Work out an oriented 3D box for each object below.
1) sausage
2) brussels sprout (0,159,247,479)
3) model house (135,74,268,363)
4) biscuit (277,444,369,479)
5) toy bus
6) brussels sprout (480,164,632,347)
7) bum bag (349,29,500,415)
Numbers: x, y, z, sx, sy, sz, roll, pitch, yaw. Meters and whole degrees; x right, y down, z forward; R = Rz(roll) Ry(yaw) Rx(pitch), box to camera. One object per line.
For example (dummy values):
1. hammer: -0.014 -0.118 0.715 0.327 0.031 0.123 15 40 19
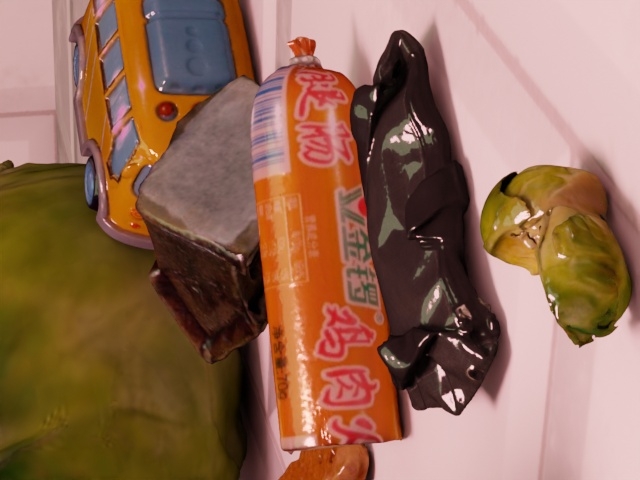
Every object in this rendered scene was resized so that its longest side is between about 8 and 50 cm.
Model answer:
1. sausage: 0.000 0.000 1.100 0.071 0.071 0.234 148 116 -76
2. brussels sprout: -0.230 0.159 1.562 0.361 0.342 0.425 -112 19 -69
3. model house: -0.053 -0.005 1.326 0.152 0.106 0.165 82 -150 -45
4. biscuit: -0.031 0.239 1.219 0.183 0.043 0.280 -116 44 -63
5. toy bus: -0.110 -0.109 1.456 0.136 0.126 0.209 123 142 -57
6. brussels sprout: 0.093 0.002 0.745 0.083 0.046 0.051 -129 39 -52
7. bum bag: 0.042 -0.006 0.950 0.087 0.049 0.198 116 148 -58
